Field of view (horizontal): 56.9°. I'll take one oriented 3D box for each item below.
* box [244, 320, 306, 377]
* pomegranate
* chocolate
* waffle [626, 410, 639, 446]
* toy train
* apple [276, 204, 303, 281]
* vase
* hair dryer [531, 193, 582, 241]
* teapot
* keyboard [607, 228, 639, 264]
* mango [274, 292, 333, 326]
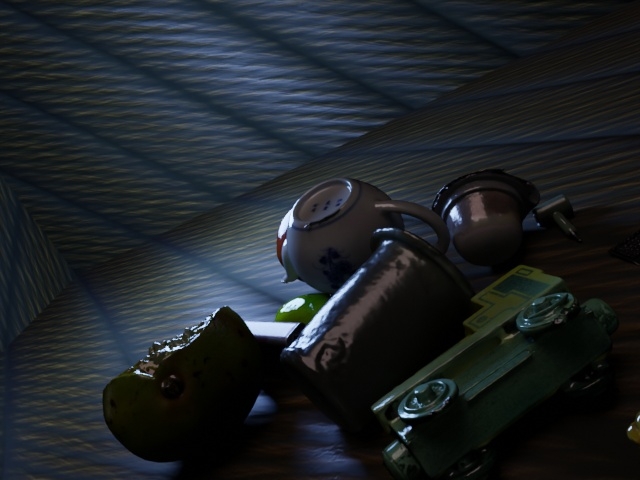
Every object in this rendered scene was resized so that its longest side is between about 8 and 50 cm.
[{"bbox_3d":[-0.096,0.224,1.218,0.224,0.120,0.069,-4,34,48],"label":"box"},{"bbox_3d":[-0.241,0.293,1.148,0.310,0.216,0.358,-38,-10,-10],"label":"pomegranate"},{"bbox_3d":[0.339,-0.024,1.181,0.221,0.221,0.147,-23,46,18],"label":"chocolate"},{"bbox_3d":[0.396,0.111,0.514,0.151,0.324,0.261,28,72,31],"label":"waffle"},{"bbox_3d":[0.225,0.188,0.827,0.369,0.150,0.237,-32,11,-8],"label":"toy train"},{"bbox_3d":[0.000,0.000,1.490,0.201,0.218,0.218,-13,25,33],"label":"apple"},{"bbox_3d":[0.085,0.155,0.996,0.291,0.245,0.245,-43,23,-18],"label":"vase"},{"bbox_3d":[0.481,-0.033,1.170,0.071,0.047,0.150,-28,30,11],"label":"hair dryer"},{"bbox_3d":[0.069,0.017,1.257,0.424,0.280,0.252,-12,36,30],"label":"teapot"},{"bbox_3d":[0.592,-0.023,1.008,0.196,0.015,0.074,-32,20,-6],"label":"keyboard"},{"bbox_3d":[0.004,0.164,1.236,0.233,0.111,0.125,-14,30,39],"label":"mango"}]
